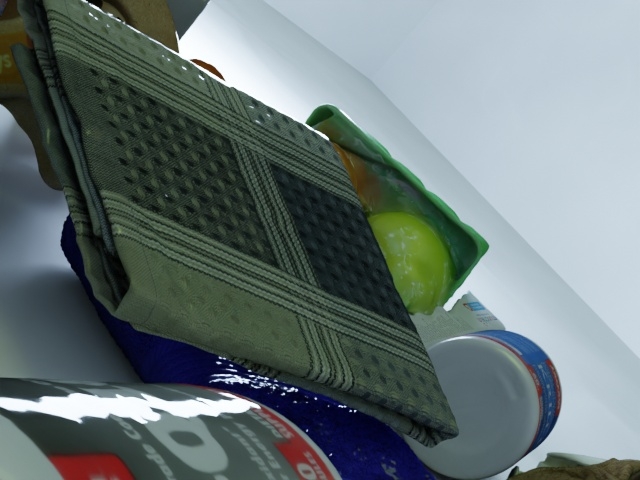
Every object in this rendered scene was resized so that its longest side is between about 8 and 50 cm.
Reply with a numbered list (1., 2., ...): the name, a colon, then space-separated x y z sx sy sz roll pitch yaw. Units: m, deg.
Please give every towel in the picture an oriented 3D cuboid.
1. towel: -0.063 -0.014 1.024 0.324 0.056 0.312 27 30 -42
2. towel: -0.036 0.097 1.033 0.228 0.076 0.308 30 15 -48

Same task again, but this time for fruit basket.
1. fruit basket: 0.000 0.000 1.466 0.327 0.165 0.353 44 26 18

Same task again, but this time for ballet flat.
1. ballet flat: 0.230 0.241 1.365 0.124 0.116 0.342 24 7 26

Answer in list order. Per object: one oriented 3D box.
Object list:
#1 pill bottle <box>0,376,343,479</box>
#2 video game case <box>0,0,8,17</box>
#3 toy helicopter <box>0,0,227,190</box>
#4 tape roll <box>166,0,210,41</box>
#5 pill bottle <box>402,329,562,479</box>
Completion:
1. pill bottle: -0.103 0.121 0.461 0.161 0.161 0.283 45 11 20
2. video game case: -0.300 -0.173 1.166 0.011 0.087 0.122 45 11 32
3. toy helicopter: -0.217 -0.149 1.105 0.355 0.140 0.235 -18 99 -58
4. tape roll: -0.167 -0.196 1.370 0.072 0.219 0.219 39 11 -13
5. pill bottle: 0.153 0.143 1.376 0.124 0.124 0.221 43 11 12
